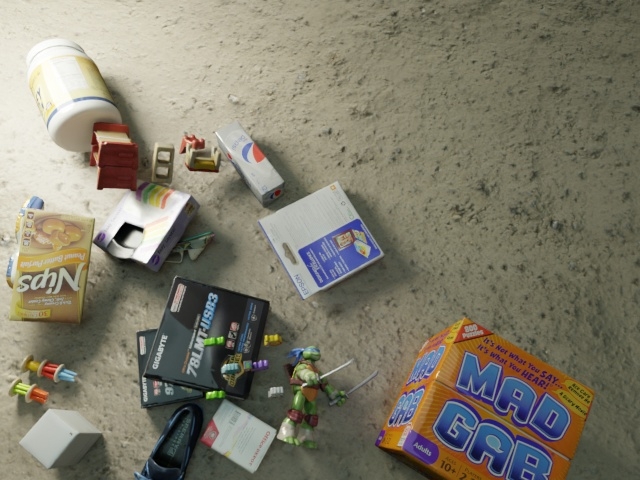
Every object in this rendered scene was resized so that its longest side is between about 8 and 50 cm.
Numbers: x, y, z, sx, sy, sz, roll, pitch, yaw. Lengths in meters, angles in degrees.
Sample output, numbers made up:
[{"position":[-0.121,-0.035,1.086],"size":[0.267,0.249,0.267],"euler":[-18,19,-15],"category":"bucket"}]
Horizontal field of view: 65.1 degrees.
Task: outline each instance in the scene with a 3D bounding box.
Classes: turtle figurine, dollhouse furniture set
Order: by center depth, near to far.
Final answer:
[{"position":[0.004,0.438,1.388],"size":[0.274,0.198,0.267],"euler":[15,74,7],"category":"turtle figurine"},{"position":[-0.534,-0.262,1.621],"size":[0.373,0.152,0.201],"euler":[0,29,-29],"category":"dollhouse furniture set"}]

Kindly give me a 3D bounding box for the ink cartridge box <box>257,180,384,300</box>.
[{"position":[0.000,0.000,1.623],"size":[0.307,0.072,0.304],"euler":[-28,75,-11],"category":"ink cartridge box"}]

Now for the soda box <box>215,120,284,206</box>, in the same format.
[{"position":[-0.236,-0.259,1.684],"size":[0.091,0.098,0.286],"euler":[-33,75,-15],"category":"soda box"}]

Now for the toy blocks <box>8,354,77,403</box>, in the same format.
[{"position":[-0.781,0.403,1.418],"size":[0.147,0.054,0.123],"euler":[16,68,1],"category":"toy blocks"}]

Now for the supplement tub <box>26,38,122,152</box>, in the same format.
[{"position":[-0.817,-0.477,1.653],"size":[0.228,0.228,0.316],"euler":[-26,73,-13],"category":"supplement tub"}]

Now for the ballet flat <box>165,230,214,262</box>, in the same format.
[{"position":[-0.436,0.028,1.581],"size":[0.221,0.077,0.079],"euler":[-11,93,-1],"category":"ballet flat"}]

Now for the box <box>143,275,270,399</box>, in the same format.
[{"position":[-0.320,0.281,1.446],"size":[0.293,0.073,0.296],"euler":[18,64,-13],"category":"box"}]

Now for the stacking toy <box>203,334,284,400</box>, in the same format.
[{"position":[-0.209,0.352,1.387],"size":[0.220,0.052,0.167],"euler":[0,59,-14],"category":"stacking toy"}]

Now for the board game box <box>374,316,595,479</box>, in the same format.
[{"position":[0.404,0.475,1.317],"size":[0.356,0.357,0.357],"euler":[30,70,7],"category":"board game box"}]

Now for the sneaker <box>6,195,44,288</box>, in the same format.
[{"position":[-0.864,0.010,1.545],"size":[0.130,0.112,0.297],"euler":[4,76,-15],"category":"sneaker"}]

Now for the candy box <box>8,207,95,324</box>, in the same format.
[{"position":[-0.774,0.078,1.457],"size":[0.182,0.087,0.317],"euler":[8,82,-23],"category":"candy box"}]

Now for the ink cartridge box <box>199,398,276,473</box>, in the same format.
[{"position":[-0.225,0.544,1.396],"size":[0.175,0.072,0.128],"euler":[29,70,7],"category":"ink cartridge box"}]

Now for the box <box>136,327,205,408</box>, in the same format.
[{"position":[-0.437,0.361,1.460],"size":[0.175,0.051,0.221],"euler":[-8,71,-8],"category":"box"}]

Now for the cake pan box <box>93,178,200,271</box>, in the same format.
[{"position":[-0.544,-0.049,1.557],"size":[0.245,0.070,0.267],"euler":[17,67,28],"category":"cake pan box"}]

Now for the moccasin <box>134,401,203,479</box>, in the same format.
[{"position":[-0.424,0.599,1.337],"size":[0.137,0.117,0.342],"euler":[14,69,1],"category":"moccasin"}]

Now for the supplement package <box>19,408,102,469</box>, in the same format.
[{"position":[-0.675,0.518,1.315],"size":[0.105,0.179,0.105],"euler":[36,71,9],"category":"supplement package"}]
